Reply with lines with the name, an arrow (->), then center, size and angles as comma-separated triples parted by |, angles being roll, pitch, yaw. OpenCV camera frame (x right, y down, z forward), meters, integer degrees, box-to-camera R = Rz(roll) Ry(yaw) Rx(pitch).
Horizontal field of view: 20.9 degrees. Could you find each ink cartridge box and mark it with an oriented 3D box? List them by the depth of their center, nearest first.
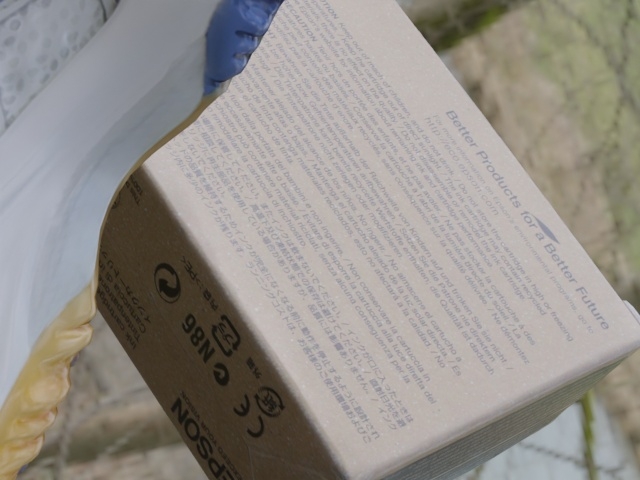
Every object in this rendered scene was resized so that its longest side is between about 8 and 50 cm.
ink cartridge box -> 0.000, 0.000, 0.772 | 0.193, 0.088, 0.234 | -19, 66, -40

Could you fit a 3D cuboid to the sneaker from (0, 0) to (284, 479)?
sneaker -> -0.079, -0.059, 0.341 | 0.131, 0.296, 0.112 | 30, -13, -13
